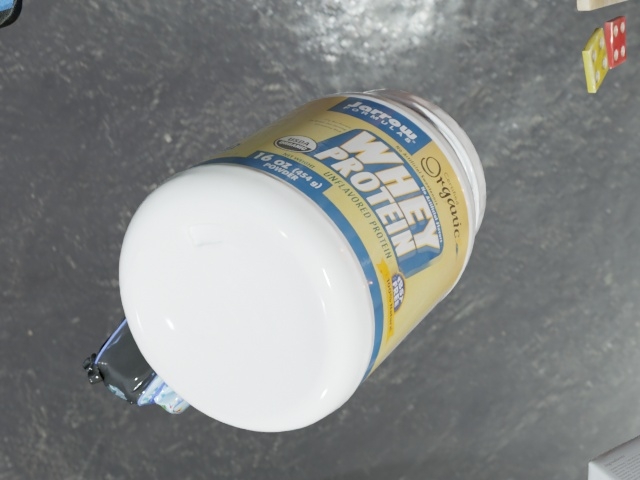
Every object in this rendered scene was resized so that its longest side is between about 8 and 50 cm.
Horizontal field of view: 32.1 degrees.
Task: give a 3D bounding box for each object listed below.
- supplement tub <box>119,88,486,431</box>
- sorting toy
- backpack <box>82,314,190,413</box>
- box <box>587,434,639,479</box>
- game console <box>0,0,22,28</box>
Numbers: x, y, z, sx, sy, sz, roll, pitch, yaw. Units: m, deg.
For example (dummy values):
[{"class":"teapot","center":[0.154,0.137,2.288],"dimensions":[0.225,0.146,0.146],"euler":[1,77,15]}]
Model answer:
[{"class":"supplement tub","center":[0.000,0.000,0.622],"dimensions":[0.200,0.144,0.144],"euler":[-38,152,-53]},{"class":"sorting toy","center":[0.286,-0.281,1.055],"dimensions":[0.132,0.046,0.274],"euler":[-26,117,-54]},{"class":"backpack","center":[-0.117,0.082,0.858],"dimensions":[0.105,0.084,0.114],"euler":[-55,180,-8]},{"class":"box","center":[0.285,0.223,0.923],"dimensions":[0.102,0.087,0.101],"euler":[-20,124,-22]},{"class":"game console","center":[-0.438,-0.343,1.404],"dimensions":[0.173,0.250,0.293],"euler":[-5,132,-23]}]
